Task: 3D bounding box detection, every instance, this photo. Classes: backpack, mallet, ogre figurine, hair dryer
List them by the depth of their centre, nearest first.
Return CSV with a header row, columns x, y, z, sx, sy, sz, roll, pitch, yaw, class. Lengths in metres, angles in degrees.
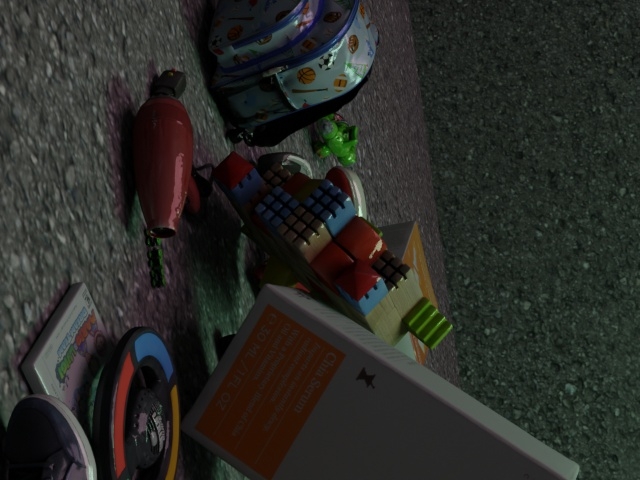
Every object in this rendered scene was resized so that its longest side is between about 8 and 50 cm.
x,y,z,sx,sy,sz,roll,pitch,yaw,class
-0.183,-0.094,1.500,0.293,0.080,0.223,-73,148,-61,hair dryer
-0.108,0.169,1.696,0.190,0.039,0.062,7,73,-78,mallet
-0.044,-0.324,1.819,0.213,0.263,0.276,62,24,-46,backpack
0.029,-0.230,2.337,0.197,0.097,0.118,80,-1,-46,ogre figurine

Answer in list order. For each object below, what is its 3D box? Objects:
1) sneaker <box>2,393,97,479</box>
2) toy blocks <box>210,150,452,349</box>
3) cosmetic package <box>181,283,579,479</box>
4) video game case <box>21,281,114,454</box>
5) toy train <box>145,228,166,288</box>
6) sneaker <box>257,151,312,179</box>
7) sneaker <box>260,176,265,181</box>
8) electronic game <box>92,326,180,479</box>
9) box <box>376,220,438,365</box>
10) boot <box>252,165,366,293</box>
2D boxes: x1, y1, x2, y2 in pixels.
x,y,z,sx,sy,sz,roll,pitch,yaw,class
-0.264,0.249,0.979,0.163,0.086,0.226,22,60,-75,sneaker
0.000,0.000,1.610,0.381,0.191,0.261,39,-11,29,toy blocks
0.075,0.267,1.434,0.230,0.453,0.161,-60,164,4,cosmetic package
-0.259,0.145,1.196,0.157,0.019,0.143,-74,150,-59,video game case
-0.212,0.022,1.449,0.024,0.017,0.083,43,38,-81,toy train
-0.047,-0.063,1.974,0.228,0.086,0.132,46,38,-65,sneaker
-0.075,-0.041,1.884,0.192,0.086,0.064,21,47,-36,sneaker
-0.200,0.211,1.257,0.229,0.048,0.229,-2,90,-79,electronic game
0.123,0.125,2.295,0.345,0.168,0.215,-62,139,-66,box
-0.024,0.000,1.818,0.176,0.088,0.244,-5,112,-35,boot
